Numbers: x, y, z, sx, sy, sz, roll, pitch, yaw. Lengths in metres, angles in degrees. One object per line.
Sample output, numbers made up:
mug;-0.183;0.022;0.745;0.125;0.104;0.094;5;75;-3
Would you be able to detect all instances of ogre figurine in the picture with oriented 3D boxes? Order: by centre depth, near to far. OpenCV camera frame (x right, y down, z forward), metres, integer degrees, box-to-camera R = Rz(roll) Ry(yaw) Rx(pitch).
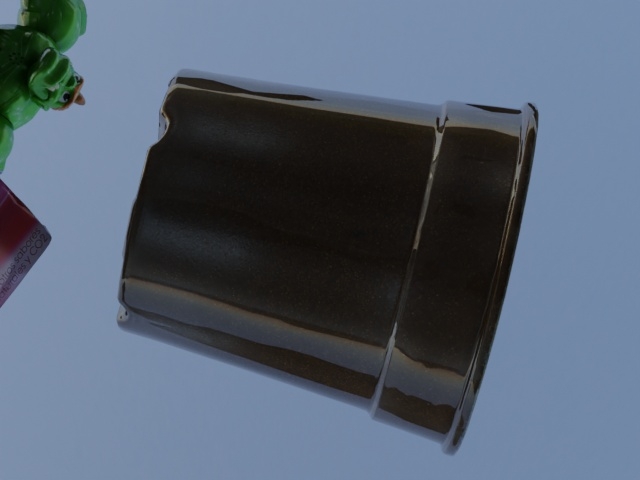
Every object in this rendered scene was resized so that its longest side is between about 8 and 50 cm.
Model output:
ogre figurine;-0.198;-0.120;1.160;0.097;0.118;0.197;-9;-128;24

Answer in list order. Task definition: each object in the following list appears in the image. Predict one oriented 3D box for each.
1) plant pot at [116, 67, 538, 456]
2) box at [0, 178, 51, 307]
plant pot;0.000;0.000;0.899;0.165;0.167;0.167;13;-110;0
box;-0.255;0.046;0.829;0.128;0.122;0.257;22;-111;42
